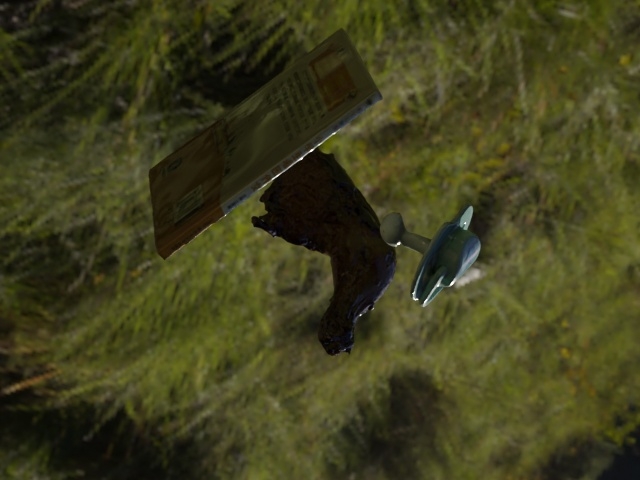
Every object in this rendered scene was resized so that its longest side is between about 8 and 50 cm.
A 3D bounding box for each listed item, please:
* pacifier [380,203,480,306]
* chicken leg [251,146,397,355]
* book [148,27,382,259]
[{"bbox_3d":[0.122,0.009,1.410,0.150,0.117,0.126,-45,154,-49],"label":"pacifier"},{"bbox_3d":[0.012,0.000,1.547,0.322,0.177,0.083,60,-35,24],"label":"chicken leg"},{"bbox_3d":[-0.072,-0.115,1.344,0.295,0.020,0.208,-35,-152,10],"label":"book"}]
